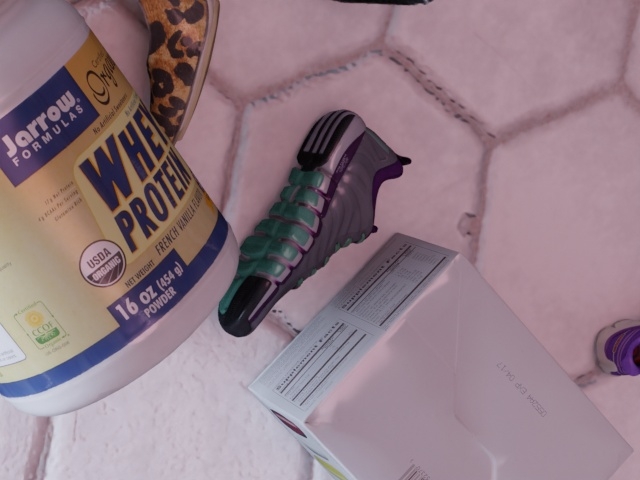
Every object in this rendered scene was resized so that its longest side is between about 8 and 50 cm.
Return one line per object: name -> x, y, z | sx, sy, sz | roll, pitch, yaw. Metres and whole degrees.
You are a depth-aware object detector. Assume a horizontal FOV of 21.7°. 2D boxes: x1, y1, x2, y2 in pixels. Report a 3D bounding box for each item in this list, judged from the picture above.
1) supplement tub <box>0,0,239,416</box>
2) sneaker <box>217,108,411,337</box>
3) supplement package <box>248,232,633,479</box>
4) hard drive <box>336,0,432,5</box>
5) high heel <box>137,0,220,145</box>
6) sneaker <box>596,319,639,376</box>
supplement tub -> -0.234, -0.047, 1.297 | 0.228, 0.228, 0.316 | -39, 110, -11
sneaker -> 0.000, 0.000, 1.474 | 0.098, 0.083, 0.224 | 33, 85, -27
supplement package -> 0.107, 0.161, 1.502 | 0.204, 0.145, 0.262 | -46, 110, -9
hard drive -> 0.157, -0.316, 1.400 | 0.339, 0.237, 0.064 | -40, 110, -12
high heel -> -0.175, -0.211, 1.389 | 0.186, 0.093, 0.261 | 9, 104, -4
sneaker -> 0.353, 0.094, 1.625 | 0.170, 0.071, 0.068 | -25, 106, -16
